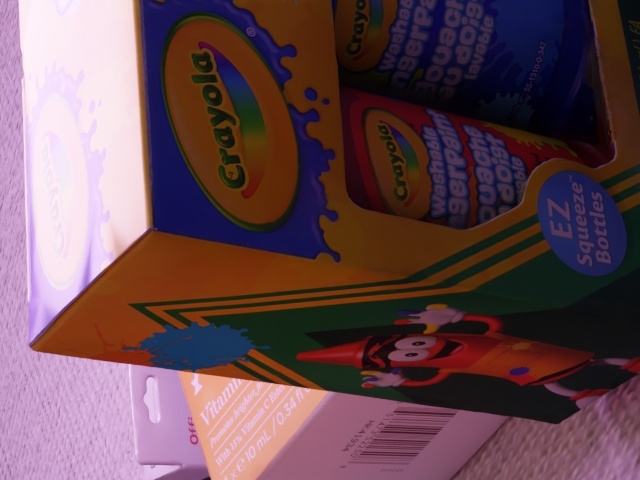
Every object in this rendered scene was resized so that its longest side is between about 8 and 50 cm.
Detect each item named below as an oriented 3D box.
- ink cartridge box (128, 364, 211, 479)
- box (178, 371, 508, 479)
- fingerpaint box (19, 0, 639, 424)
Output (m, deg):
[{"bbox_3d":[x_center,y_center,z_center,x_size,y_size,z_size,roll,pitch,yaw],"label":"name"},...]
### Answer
[{"bbox_3d":[-0.080,0.132,1.423,0.060,0.180,0.104,-29,61,50],"label":"ink cartridge box"},{"bbox_3d":[0.000,0.000,1.337,0.215,0.168,0.345,-53,45,37],"label":"box"},{"bbox_3d":[0.014,-0.140,1.124,0.163,0.371,0.445,-40,48,48],"label":"fingerpaint box"}]
